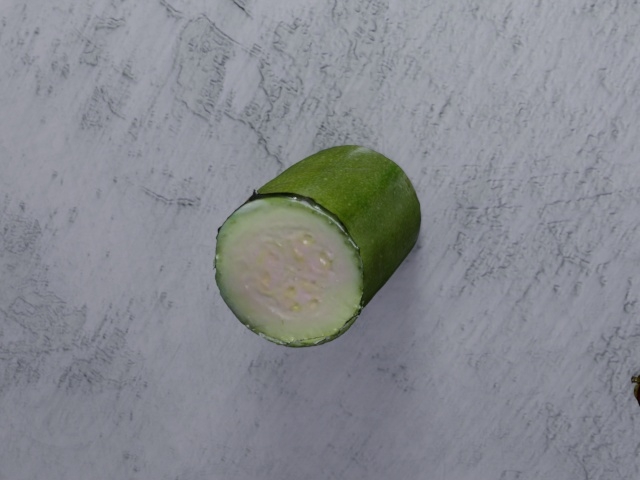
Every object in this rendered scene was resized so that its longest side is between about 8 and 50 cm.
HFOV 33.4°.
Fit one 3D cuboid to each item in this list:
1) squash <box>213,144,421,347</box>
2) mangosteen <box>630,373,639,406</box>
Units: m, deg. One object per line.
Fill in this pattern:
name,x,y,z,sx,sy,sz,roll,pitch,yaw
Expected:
squash,0.000,0.000,1.776,0.263,0.384,0.263,5,107,17
mangosteen,0.584,0.263,1.844,0.081,0.081,0.081,4,106,15
